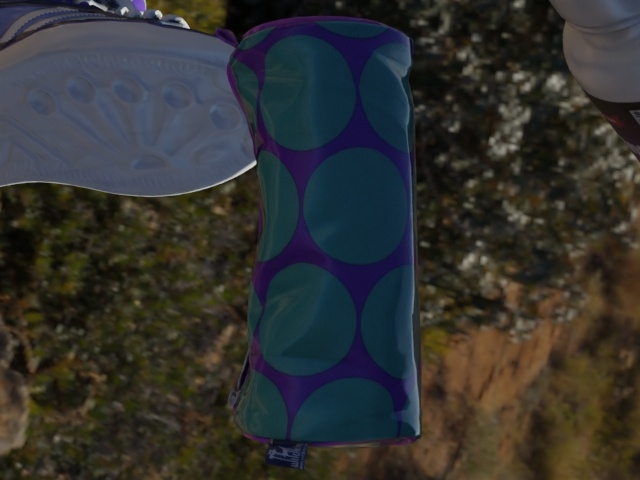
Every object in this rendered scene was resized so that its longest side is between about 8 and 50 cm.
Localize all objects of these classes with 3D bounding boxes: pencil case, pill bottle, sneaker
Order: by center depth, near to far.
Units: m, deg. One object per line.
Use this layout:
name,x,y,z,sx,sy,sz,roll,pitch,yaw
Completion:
pencil case,0.000,0.000,0.474,0.064,0.070,0.152,4,85,-80
pill bottle,0.195,-0.096,0.714,0.193,0.108,0.108,43,68,-36
sneaker,-0.149,-0.144,0.989,0.236,0.322,0.130,-65,144,-47
